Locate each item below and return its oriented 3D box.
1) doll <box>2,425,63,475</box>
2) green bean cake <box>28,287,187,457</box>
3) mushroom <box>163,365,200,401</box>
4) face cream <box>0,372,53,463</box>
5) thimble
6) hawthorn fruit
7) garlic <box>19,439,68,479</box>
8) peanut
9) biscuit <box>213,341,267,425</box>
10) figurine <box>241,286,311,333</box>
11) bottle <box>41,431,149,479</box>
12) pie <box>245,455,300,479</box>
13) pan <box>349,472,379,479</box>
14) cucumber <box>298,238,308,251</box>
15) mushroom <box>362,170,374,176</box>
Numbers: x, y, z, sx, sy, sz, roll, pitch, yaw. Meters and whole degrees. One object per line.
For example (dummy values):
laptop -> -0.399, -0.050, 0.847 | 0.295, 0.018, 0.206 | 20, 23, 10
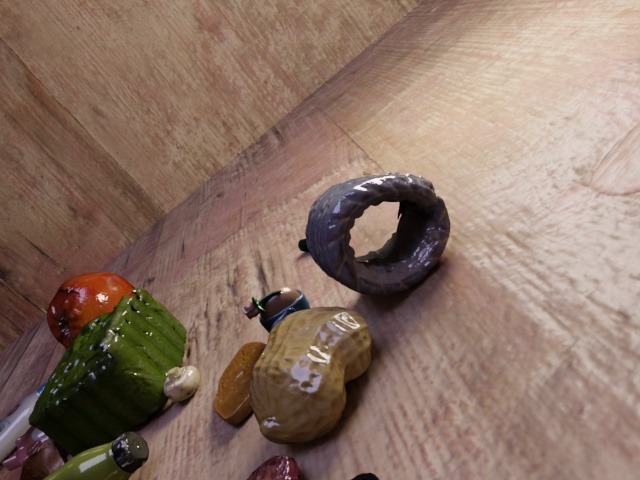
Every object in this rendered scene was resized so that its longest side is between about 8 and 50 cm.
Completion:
doll -> -0.691, 0.502, 1.577 | 0.211, 0.093, 0.262 | -32, 18, 4
green bean cake -> -0.496, 0.305, 1.469 | 0.319, 0.218, 0.335 | -36, 19, 13
mushroom -> -0.296, 0.300, 1.336 | 0.084, 0.067, 0.083 | -27, 17, 9
face cream -> -0.896, 0.539, 1.881 | 0.336, 0.080, 0.163 | -49, 23, -21
thimble -> 0.095, -0.022, 1.112 | 0.236, 0.205, 0.172 | -39, 19, -6
hawthorn fruit -> -0.669, 0.211, 1.931 | 0.276, 0.276, 0.307 | -24, 10, 37
garlic -> -0.618, 0.529, 1.381 | 0.124, 0.099, 0.174 | -44, 21, 58
peanut -> -0.021, 0.204, 0.979 | 0.197, 0.110, 0.233 | -7, 38, 36
biscuit -> -0.141, 0.263, 1.192 | 0.142, 0.029, 0.220 | -37, 20, 13
figurine -> -0.064, 0.143, 1.159 | 0.114, 0.144, 0.178 | -42, 32, 6
bottle -> -0.444, 0.461, 1.199 | 0.260, 0.112, 0.112 | -37, 21, 10
pie -> -0.086, 0.361, 0.861 | 0.154, 0.036, 0.154 | -43, 10, 10
pan -> 0.004, 0.347, 0.763 | 0.235, 0.028, 0.136 | -29, 21, 54
cucumber -> 0.000, 0.000, 1.483 | 0.133, 0.032, 0.032 | -16, 31, 46
mushroom -> 0.157, -0.149, 1.534 | 0.286, 0.028, 0.025 | -135, 52, -70
